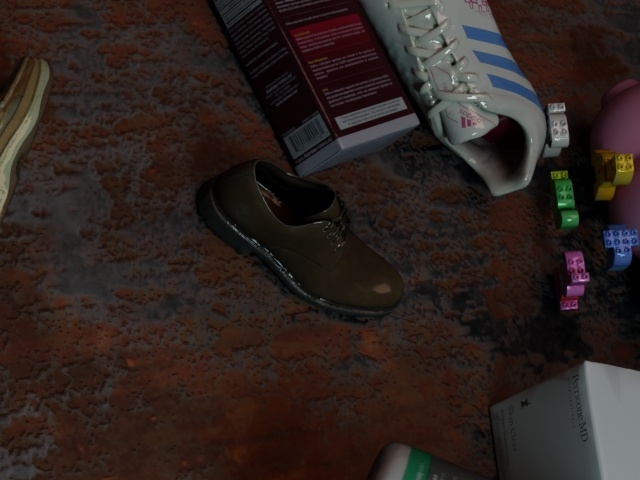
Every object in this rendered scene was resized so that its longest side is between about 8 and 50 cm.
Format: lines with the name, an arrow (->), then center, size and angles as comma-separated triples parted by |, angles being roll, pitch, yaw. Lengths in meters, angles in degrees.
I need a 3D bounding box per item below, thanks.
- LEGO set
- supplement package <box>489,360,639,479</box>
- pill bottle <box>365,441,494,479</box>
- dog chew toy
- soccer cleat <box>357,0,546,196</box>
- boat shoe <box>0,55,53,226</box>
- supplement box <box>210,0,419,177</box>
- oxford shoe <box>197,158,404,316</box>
LEGO set -> 0.292, -0.047, 1.950 | 0.087, 0.093, 0.227 | -4, 78, -8
supplement package -> 0.300, 0.274, 1.794 | 0.204, 0.145, 0.262 | 13, 59, -35
pill bottle -> 0.184, 0.326, 1.540 | 0.361, 0.204, 0.204 | 23, 50, 1
dog chew toy -> 0.414, -0.033, 2.031 | 0.206, 0.206, 0.332 | -16, 70, -44
soccer cleat -> 0.134, -0.186, 1.881 | 0.331, 0.116, 0.143 | 49, 32, -28
boat shoe -> -0.283, -0.088, 1.559 | 0.072, 0.068, 0.190 | 24, 53, -15
supplement box -> -0.014, -0.194, 1.834 | 0.130, 0.073, 0.239 | -20, 82, -47
oxford shoe -> 0.000, 0.000, 1.726 | 0.227, 0.096, 0.083 | 32, 48, -26
